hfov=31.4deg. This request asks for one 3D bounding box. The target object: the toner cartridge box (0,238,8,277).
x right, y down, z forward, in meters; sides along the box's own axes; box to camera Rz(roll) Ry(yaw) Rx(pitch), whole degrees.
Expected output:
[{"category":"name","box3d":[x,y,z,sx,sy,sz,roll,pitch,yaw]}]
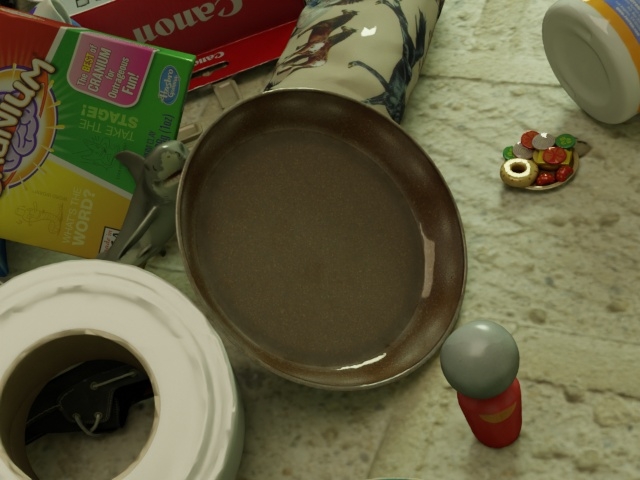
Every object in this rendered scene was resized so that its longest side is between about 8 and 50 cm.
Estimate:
[{"category":"toner cartridge box","box3d":[-0.489,-0.075,1.419,0.165,0.075,0.347,-20,47,1]}]

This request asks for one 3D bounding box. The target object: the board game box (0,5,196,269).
[{"category":"board game box","box3d":[-0.316,-0.120,1.223,0.317,0.242,0.064,13,12,-6]}]

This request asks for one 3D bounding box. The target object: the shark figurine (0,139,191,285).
[{"category":"shark figurine","box3d":[-0.205,-0.029,1.184,0.278,0.166,0.116,-45,73,28]}]

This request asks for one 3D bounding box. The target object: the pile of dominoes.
[{"category":"pile of dominoes","box3d":[-0.177,-0.117,1.399,0.196,0.040,0.251,-22,39,-2]}]

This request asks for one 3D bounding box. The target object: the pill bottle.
[{"category":"pill bottle","box3d":[0.393,-0.256,1.245,0.272,0.152,0.152,-32,48,-11]}]

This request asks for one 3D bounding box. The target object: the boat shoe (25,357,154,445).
[{"category":"boat shoe","box3d":[-0.229,0.158,1.134,0.233,0.084,0.079,-29,72,-2]}]

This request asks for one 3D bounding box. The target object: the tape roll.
[{"category":"tape roll","box3d":[-0.211,0.165,1.036,0.286,0.100,0.286,0,70,1]}]

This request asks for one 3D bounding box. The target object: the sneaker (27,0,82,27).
[{"category":"sneaker","box3d":[-0.391,-0.202,1.299,0.323,0.236,0.130,13,38,-31]}]

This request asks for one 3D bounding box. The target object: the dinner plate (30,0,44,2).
[{"category":"dinner plate","box3d":[-0.388,-0.387,1.670,0.141,0.017,0.141,3,38,-2]}]

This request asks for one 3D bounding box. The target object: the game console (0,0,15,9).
[{"category":"game console","box3d":[-0.599,-0.332,1.621,0.293,0.250,0.173,-21,74,0]}]

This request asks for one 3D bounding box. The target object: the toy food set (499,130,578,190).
[{"category":"toy food set","box3d":[0.238,-0.087,1.237,0.083,0.020,0.082,3,51,20]}]

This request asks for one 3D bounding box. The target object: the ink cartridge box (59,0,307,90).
[{"category":"ink cartridge box","box3d":[-0.185,-0.326,1.497,0.310,0.130,0.271,-21,44,-1]}]

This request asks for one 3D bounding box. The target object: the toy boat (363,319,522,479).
[{"category":"toy boat","box3d":[0.095,0.221,0.927,0.268,0.148,0.318,10,54,25]}]

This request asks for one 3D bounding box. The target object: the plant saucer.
[{"category":"plant saucer","box3d":[0.000,0.000,1.115,0.311,0.050,0.310,10,66,-23]}]

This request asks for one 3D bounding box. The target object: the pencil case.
[{"category":"pencil case","box3d":[0.035,-0.235,1.336,0.184,0.160,0.410,1,50,24]}]
